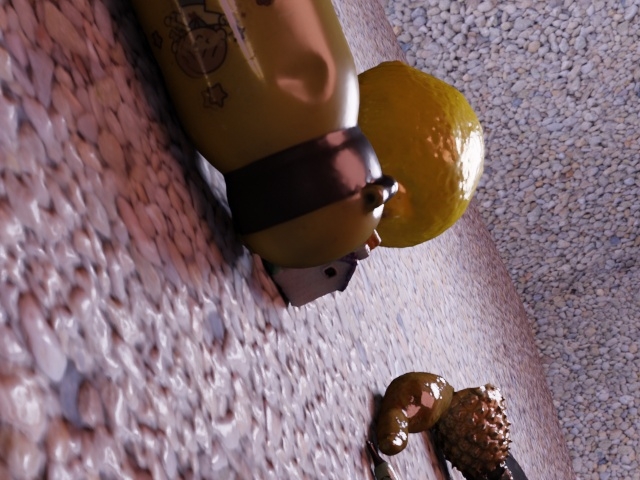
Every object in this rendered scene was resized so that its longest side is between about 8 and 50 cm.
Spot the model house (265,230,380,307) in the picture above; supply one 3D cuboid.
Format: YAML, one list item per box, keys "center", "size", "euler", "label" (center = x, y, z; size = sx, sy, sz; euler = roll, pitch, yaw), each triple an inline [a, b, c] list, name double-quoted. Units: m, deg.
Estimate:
- center: [0.000, 0.000, 1.046]
  size: [0.100, 0.100, 0.087]
  euler: [-86, 152, -60]
  label: "model house"

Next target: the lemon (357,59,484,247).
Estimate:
- center: [0.097, -0.109, 1.337]
  size: [0.233, 0.234, 0.288]
  euler: [63, 23, -22]
  label: "lemon"

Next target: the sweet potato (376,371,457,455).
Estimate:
- center: [0.104, 0.198, 1.230]
  size: [0.269, 0.075, 0.074]
  euler: [-19, 87, -67]
  label: "sweet potato"

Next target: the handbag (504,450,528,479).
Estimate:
- center: [0.316, 0.472, 1.621]
  size: [0.191, 0.075, 0.332]
  euler: [64, 15, -12]
  label: "handbag"

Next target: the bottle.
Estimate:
- center: [-0.055, -0.143, 0.919]
  size: [0.171, 0.172, 0.351]
  euler: [-42, 112, -76]
  label: "bottle"

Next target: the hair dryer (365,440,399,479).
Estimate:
- center: [0.082, 0.280, 1.096]
  size: [0.150, 0.047, 0.071]
  euler: [60, 9, 12]
  label: "hair dryer"

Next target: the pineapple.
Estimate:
- center: [0.235, 0.331, 1.449]
  size: [0.125, 0.125, 0.251]
  euler: [25, 50, -71]
  label: "pineapple"
